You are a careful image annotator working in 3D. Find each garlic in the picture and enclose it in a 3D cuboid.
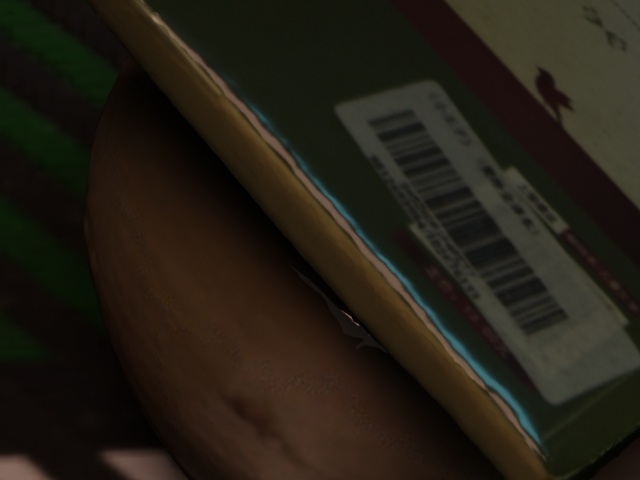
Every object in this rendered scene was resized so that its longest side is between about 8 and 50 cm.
[{"bbox_3d":[-0.004,-0.003,0.525,0.128,0.148,0.266,-45,70,12],"label":"garlic"}]

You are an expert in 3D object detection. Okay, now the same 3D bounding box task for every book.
[{"bbox_3d":[0.072,-0.061,0.520,0.201,0.026,0.289,48,42,15],"label":"book"}]
